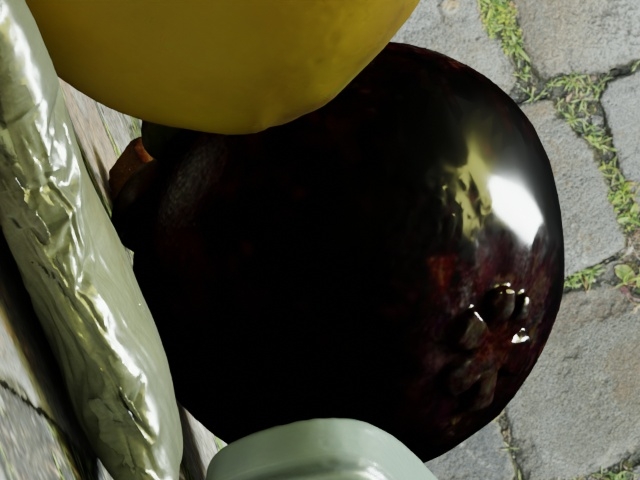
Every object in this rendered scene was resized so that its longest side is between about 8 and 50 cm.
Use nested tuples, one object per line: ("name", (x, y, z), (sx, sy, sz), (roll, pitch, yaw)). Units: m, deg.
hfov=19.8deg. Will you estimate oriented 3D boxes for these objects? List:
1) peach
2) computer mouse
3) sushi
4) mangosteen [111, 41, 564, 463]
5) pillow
("peach", (-0.067, -0.217, 0.957), (0.308, 0.289, 0.289), (46, 12, -35))
("computer mouse", (0.007, 0.171, 1.100), (0.231, 0.128, 0.079), (42, 35, -61))
("sushi", (-0.127, -0.035, 1.362), (0.052, 0.055, 0.120), (15, 24, -31))
("mangosteen", (-0.001, 0.009, 1.193), (0.297, 0.313, 0.297), (8, 90, -70))
("pillow", (-0.105, -0.006, 0.734), (0.148, 0.050, 0.230), (-103, 175, -68))
